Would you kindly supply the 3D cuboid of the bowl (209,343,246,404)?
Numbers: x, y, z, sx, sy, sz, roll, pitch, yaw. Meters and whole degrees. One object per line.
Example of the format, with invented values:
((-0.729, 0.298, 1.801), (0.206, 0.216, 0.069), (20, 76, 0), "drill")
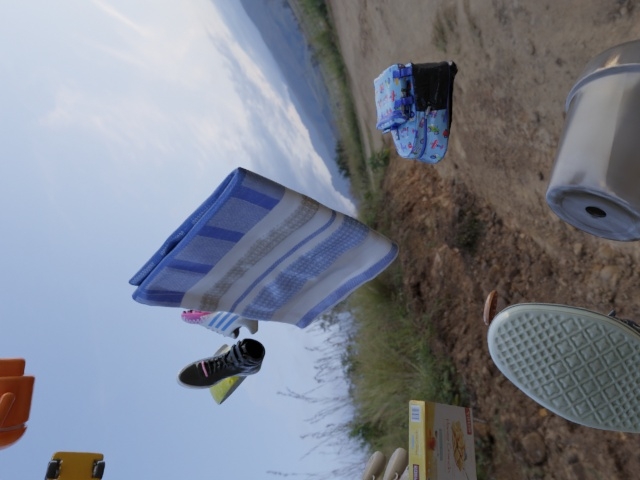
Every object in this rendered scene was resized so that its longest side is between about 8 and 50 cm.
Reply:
((-0.390, 0.539, 1.781), (0.156, 0.289, 0.289), (39, -170, 8), "bowl")

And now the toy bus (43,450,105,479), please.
((-0.489, 0.565, 0.782), (0.108, 0.130, 0.332), (16, -168, -28), "toy bus")

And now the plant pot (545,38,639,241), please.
((0.600, -0.165, 0.805), (0.323, 0.280, 0.323), (35, 174, 4), "plant pot")

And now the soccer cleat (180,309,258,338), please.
((-0.382, 0.309, 1.559), (0.116, 0.331, 0.143), (-25, -75, -67), "soccer cleat")

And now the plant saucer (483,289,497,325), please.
((0.390, 0.154, 0.950), (0.083, 0.013, 0.084), (-22, -63, -53), "plant saucer")

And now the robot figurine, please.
((-0.747, 0.388, 0.964), (0.128, 0.158, 0.220), (35, -126, -69), "robot figurine")

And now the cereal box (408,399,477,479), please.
((0.286, 0.471, 0.959), (0.240, 0.047, 0.173), (25, -120, -41), "cereal box")

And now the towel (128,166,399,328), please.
((-0.049, 0.034, 0.503), (0.285, 0.209, 0.034), (22, -144, -46), "towel")

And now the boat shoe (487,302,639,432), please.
((0.521, 0.224, 0.725), (0.499, 0.187, 0.156), (15, -173, -3), "boat shoe")

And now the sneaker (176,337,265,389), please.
((-0.312, 0.390, 1.346), (0.295, 0.147, 0.105), (-2, -133, -34), "sneaker")

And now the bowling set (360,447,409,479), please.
((0.245, 0.691, 1.136), (0.200, 0.287, 0.154), (43, -132, 5), "bowling set")

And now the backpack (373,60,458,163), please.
((0.172, -0.228, 0.768), (0.158, 0.116, 0.174), (-130, 34, -74), "backpack")
